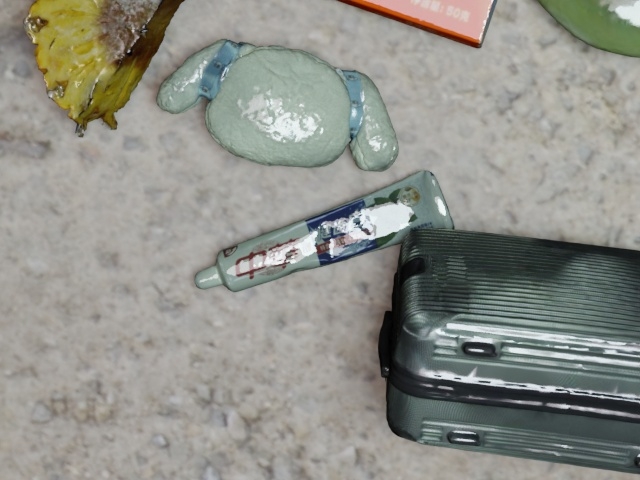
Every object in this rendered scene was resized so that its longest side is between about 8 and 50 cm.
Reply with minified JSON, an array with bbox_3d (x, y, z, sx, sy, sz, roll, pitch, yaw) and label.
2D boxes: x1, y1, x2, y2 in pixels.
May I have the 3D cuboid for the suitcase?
[{"bbox_3d":[0.204,0.086,1.111,0.312,0.202,0.128,7,115,1],"label":"suitcase"}]

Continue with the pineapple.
[{"bbox_3d":[-0.183,-0.216,1.145,0.135,0.079,0.233,35,103,8],"label":"pineapple"}]

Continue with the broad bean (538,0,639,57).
[{"bbox_3d":[0.283,-0.237,1.139,0.228,0.100,0.169,2,87,2],"label":"broad bean"}]

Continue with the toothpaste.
[{"bbox_3d":[0.000,0.000,1.191,0.233,0.038,0.060,-19,96,0],"label":"toothpaste"}]

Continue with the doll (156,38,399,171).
[{"bbox_3d":[-0.033,-0.114,1.163,0.214,0.071,0.103,13,96,-4],"label":"doll"}]

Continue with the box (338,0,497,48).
[{"bbox_3d":[0.053,-0.330,1.144,0.273,0.048,0.265,19,94,7],"label":"box"}]
